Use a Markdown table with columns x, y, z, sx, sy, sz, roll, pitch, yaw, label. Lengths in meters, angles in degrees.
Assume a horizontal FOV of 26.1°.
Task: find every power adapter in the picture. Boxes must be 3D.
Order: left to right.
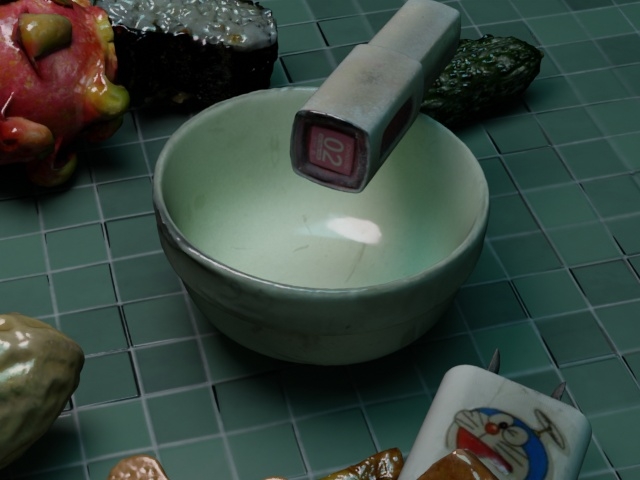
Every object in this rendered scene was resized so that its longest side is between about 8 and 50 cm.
| x | y | z | sx | sy | sz | roll | pitch | yaw | label |
| --- | --- | --- | --- | --- | --- | --- | --- | --- | --- |
| 0.141 | 0.174 | 1.110 | 0.130 | 0.125 | 0.205 | 21 | 45 | 9 | power adapter |

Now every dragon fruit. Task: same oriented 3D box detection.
| x | y | z | sx | sy | sz | roll | pitch | yaw | label |
| --- | --- | --- | --- | --- | --- | --- | --- | --- | --- |
| -0.360 | -0.158 | 1.437 | 0.307 | 0.243 | 0.227 | -30 | 59 | 22 | dragon fruit |

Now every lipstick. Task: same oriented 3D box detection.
| x | y | z | sx | sy | sz | roll | pitch | yaw | label |
| --- | --- | --- | --- | --- | --- | --- | --- | --- | --- |
| 0.058 | -0.143 | 1.284 | 0.077 | 0.079 | 0.253 | 19 | 39 | 16 | lipstick |

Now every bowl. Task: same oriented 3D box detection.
| x | y | z | sx | sy | sz | roll | pitch | yaw | label |
| --- | --- | --- | --- | --- | --- | --- | --- | --- | --- |
| 0.000 | 0.000 | 1.283 | 0.307 | 0.163 | 0.307 | 0 | 41 | 0 | bowl |

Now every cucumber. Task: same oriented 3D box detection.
| x | y | z | sx | sy | sz | roll | pitch | yaw | label |
| --- | --- | --- | --- | --- | --- | --- | --- | --- | --- |
| 0.094 | -0.155 | 1.508 | 0.359 | 0.096 | 0.096 | -24 | 47 | -26 | cucumber |

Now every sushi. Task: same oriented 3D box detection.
| x | y | z | sx | sy | sz | roll | pitch | yaw | label |
| --- | --- | --- | --- | --- | --- | --- | --- | --- | --- |
| -0.155 | -0.210 | 1.539 | 0.212 | 0.115 | 0.147 | 11 | 38 | -6 | sushi |

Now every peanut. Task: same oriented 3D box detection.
| x | y | z | sx | sy | sz | roll | pitch | yaw | label |
| --- | --- | --- | --- | --- | --- | --- | --- | --- | --- |
| -0.348 | 0.149 | 1.122 | 0.325 | 0.153 | 0.140 | -24 | 51 | -16 | peanut |

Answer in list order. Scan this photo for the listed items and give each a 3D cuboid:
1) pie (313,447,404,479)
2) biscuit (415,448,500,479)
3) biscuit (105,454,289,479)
| x | y | z | sx | sy | sz | roll | pitch | yaw | label |
| --- | --- | --- | --- | --- | --- | --- | --- | --- | --- |
| -0.010 | 0.233 | 1.118 | 0.191 | 0.033 | 0.088 | -15 | 48 | -12 | pie |
| 0.086 | 0.294 | 0.922 | 0.284 | 0.043 | 0.306 | 2 | 78 | 25 | biscuit |
| -0.068 | 0.258 | 1.060 | 0.250 | 0.036 | 0.165 | 8 | 60 | 18 | biscuit |
